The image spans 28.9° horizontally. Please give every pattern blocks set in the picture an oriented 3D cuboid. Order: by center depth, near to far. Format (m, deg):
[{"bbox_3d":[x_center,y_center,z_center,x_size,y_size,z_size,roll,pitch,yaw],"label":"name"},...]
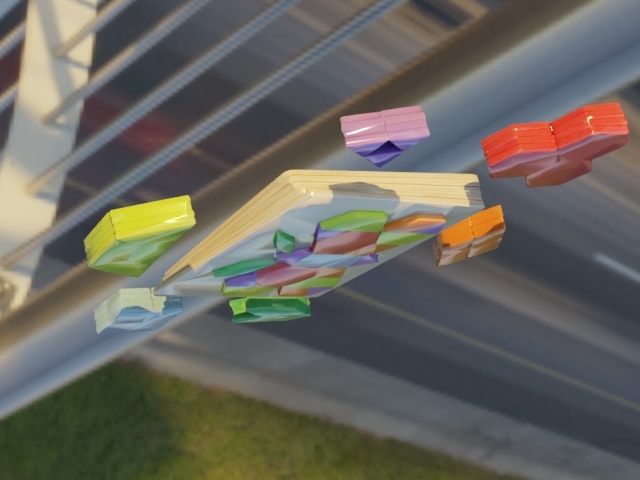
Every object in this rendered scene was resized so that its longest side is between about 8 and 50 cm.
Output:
[{"bbox_3d":[0.000,0.000,0.750,0.285,0.026,0.325,-4,161,-25],"label":"pattern blocks set"}]
